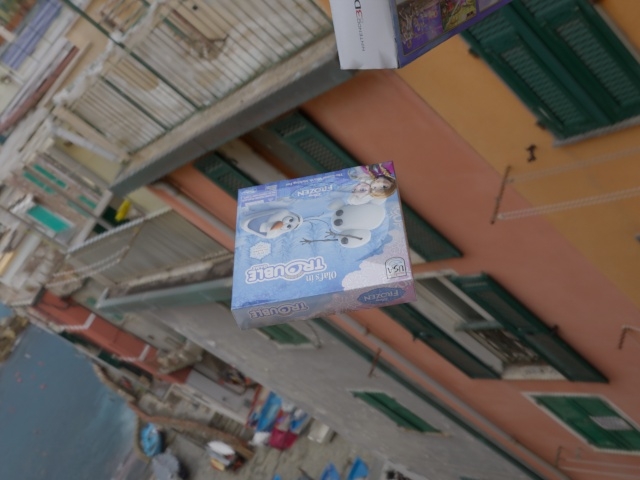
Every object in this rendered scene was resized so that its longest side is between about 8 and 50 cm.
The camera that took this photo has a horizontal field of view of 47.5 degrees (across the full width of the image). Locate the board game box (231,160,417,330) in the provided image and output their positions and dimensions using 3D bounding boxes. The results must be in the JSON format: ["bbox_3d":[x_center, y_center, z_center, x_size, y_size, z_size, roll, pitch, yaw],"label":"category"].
[{"bbox_3d":[0.000,0.000,0.383,0.090,0.020,0.090,-10,46,7],"label":"board game box"}]

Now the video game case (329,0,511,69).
[{"bbox_3d":[0.088,-0.297,0.598,0.061,0.244,0.269,7,31,36],"label":"video game case"}]
